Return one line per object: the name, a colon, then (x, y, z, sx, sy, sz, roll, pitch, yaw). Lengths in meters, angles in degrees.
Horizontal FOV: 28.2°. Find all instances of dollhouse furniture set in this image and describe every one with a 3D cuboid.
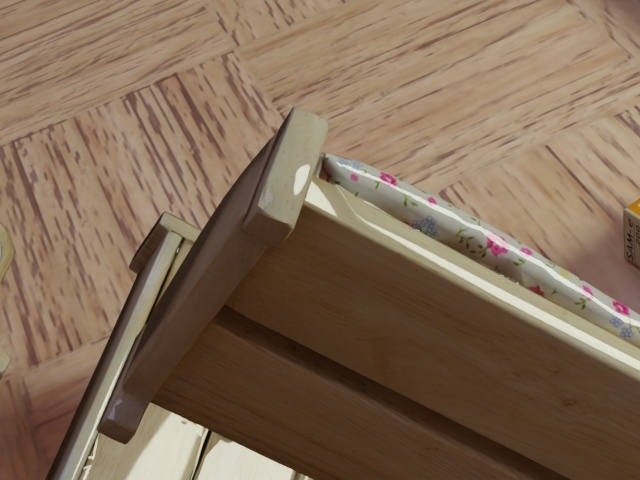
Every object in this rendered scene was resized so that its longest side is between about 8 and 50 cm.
dollhouse furniture set: (0.000, 0.000, 0.447, 0.303, 0.355, 0.174, 28, 49, -12)

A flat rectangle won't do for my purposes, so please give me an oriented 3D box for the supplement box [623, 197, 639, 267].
supplement box: (0.205, 0.004, 0.621, 0.062, 0.036, 0.098, -34, 47, -19)
